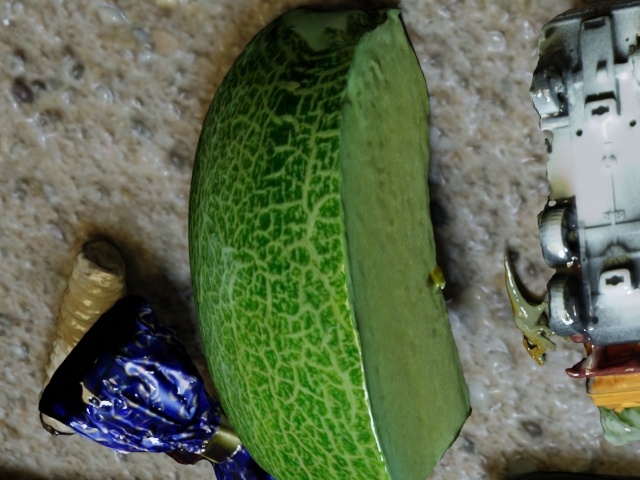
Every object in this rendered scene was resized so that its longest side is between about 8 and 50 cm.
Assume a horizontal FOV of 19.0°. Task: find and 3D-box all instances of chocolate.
[{"bbox_3d":[-0.085,0.184,1.667,0.343,0.126,0.148,40,157,-26],"label":"chocolate"}]

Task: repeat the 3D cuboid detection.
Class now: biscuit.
[{"bbox_3d":[-0.210,0.092,1.704,0.061,0.055,0.219,50,139,34],"label":"biscuit"}]

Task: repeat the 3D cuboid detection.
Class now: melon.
[{"bbox_3d":[0.000,0.000,1.476,0.226,0.331,0.343,-20,110,-6],"label":"melon"}]

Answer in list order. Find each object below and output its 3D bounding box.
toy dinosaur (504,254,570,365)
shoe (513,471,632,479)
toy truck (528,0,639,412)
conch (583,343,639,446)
[{"bbox_3d":[0.170,0.060,1.522,0.041,0.026,0.113,15,140,38],"label":"toy dinosaur"},{"bbox_3d":[0.246,0.256,1.577,0.241,0.108,0.093,-3,116,22],"label":"shoe"},{"bbox_3d":[0.219,-0.023,1.310,0.114,0.135,0.270,-9,78,29],"label":"toy truck"},{"bbox_3d":[0.282,0.077,1.422,0.187,0.124,0.181,28,134,-6],"label":"conch"}]
